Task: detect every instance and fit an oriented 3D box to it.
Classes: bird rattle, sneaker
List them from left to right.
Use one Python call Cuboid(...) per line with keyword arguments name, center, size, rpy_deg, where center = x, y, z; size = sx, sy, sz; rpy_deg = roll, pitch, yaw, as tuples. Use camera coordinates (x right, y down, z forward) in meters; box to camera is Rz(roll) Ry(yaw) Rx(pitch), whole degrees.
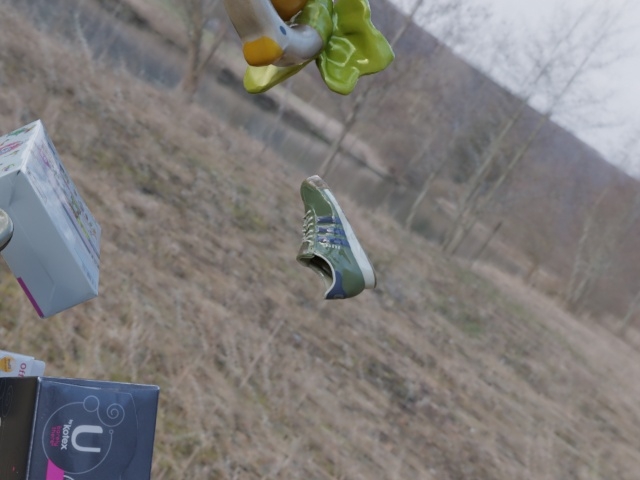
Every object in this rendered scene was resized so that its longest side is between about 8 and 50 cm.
Cuboid(name="bird rattle", center=(-0.027, -0.251, 0.892), size=(0.143, 0.253, 0.207), rpy_deg=(0, 18, 22))
Cuboid(name="sneaker", center=(0.000, 0.000, 1.417), size=(0.192, 0.086, 0.064), rpy_deg=(61, -19, 16))

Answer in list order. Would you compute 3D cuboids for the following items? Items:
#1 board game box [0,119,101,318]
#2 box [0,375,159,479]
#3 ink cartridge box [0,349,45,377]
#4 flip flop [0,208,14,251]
Cuboid(name="board game box", center=(-0.437, -0.042, 1.552), size=(0.303, 0.097, 0.224), rpy_deg=(-116, -179, -68))
Cuboid(name="box", center=(-0.308, 0.245, 1.163), size=(0.143, 0.165, 0.270), rpy_deg=(10, -13, -29))
Cuboid(name="ink cartridge box", center=(-0.446, 0.189, 1.325), size=(0.143, 0.092, 0.090), rpy_deg=(13, -9, -16))
Cuboid(name="flip flop", center=(-0.470, 0.003, 1.215), size=(0.112, 0.080, 0.277), rpy_deg=(28, 28, 7))
